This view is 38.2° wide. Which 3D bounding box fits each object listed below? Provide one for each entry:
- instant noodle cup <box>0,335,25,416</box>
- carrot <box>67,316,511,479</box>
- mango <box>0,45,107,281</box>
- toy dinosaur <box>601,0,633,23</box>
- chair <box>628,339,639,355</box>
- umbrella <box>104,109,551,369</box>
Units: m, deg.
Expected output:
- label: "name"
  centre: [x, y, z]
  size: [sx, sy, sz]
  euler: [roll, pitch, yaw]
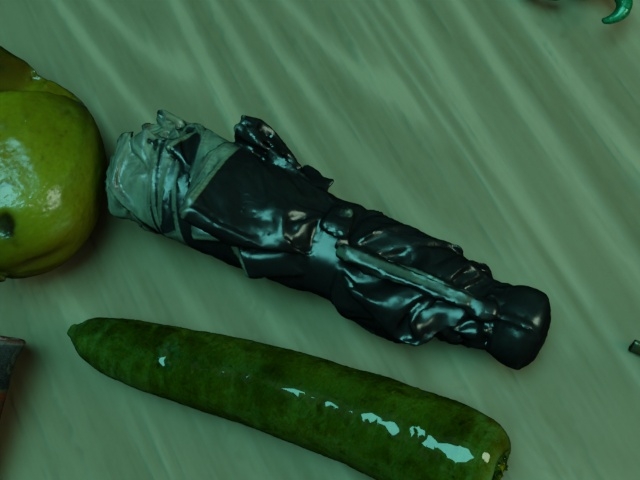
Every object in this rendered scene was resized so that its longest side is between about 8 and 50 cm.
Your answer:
- label: "instant noodle cup"
  centre: [-0.303, 0.137, 0.720]
  size: [0.127, 0.127, 0.135]
  euler: [5, 84, 14]
- label: "carrot"
  centre: [-0.037, 0.114, 0.689]
  size: [0.359, 0.074, 0.074]
  euler: [15, 77, 20]
- label: "mango"
  centre: [-0.282, -0.081, 0.774]
  size: [0.167, 0.130, 0.262]
  euler: [-43, 64, -8]
- label: "toy dinosaur"
  centre: [0.210, -0.224, 0.747]
  size: [0.096, 0.059, 0.132]
  euler: [-34, 60, 10]
- label: "chair"
  centre: [0.327, 0.075, 0.605]
  size: [0.221, 0.104, 0.095]
  euler: [33, 66, 22]
- label: "umbrella"
  centre: [0.002, -0.006, 0.696]
  size: [0.358, 0.106, 0.113]
  euler: [23, 64, 18]
